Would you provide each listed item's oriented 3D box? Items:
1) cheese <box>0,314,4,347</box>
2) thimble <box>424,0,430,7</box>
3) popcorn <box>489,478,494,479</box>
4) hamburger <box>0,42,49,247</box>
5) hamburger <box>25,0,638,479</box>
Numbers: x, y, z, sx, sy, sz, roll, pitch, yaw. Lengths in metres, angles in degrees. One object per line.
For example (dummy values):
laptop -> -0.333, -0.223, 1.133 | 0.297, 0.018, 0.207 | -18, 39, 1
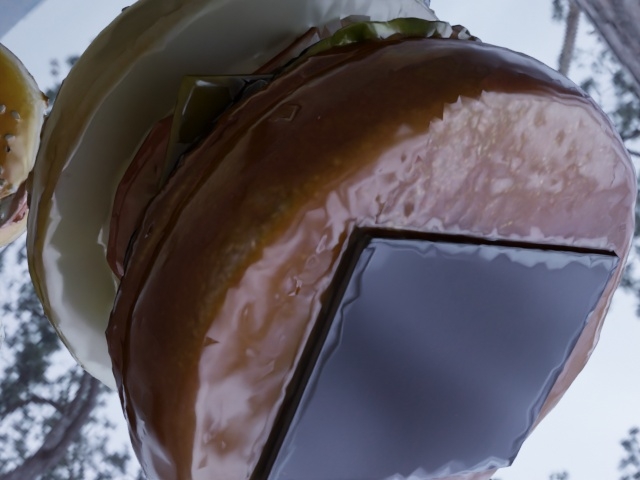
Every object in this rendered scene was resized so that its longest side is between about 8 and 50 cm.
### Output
cheese -> -0.408, 0.163, 0.784 | 0.318, 0.115, 0.326 | -63, 176, -24
thimble -> 0.030, -0.184, 0.651 | 0.104, 0.066, 0.095 | 48, -60, 48
popcorn -> 0.043, 0.219, 0.658 | 0.197, 0.155, 0.197 | -46, 171, -9
hamburger -> -0.363, -0.096, 0.862 | 0.237, 0.237, 0.147 | -42, -175, 3
hamburger -> 0.000, 0.000, 0.459 | 0.291, 0.291, 0.225 | -45, -137, -4
